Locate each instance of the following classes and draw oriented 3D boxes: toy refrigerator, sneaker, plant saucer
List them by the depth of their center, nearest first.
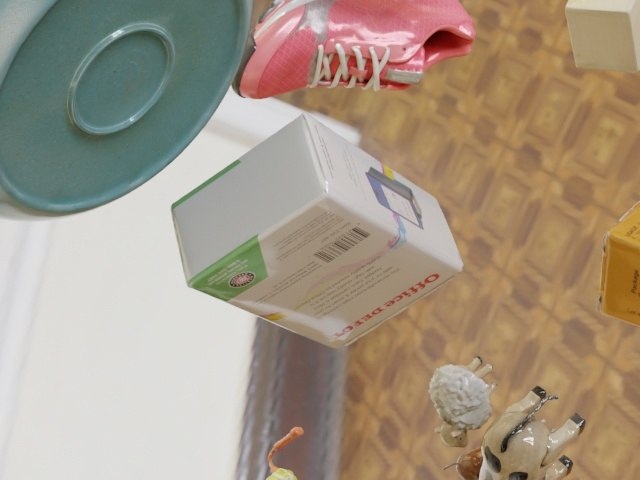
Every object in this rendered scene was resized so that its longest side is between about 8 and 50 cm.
[{"bbox_3d":[-0.166,-0.135,1.074,0.044,0.318,0.317,42,115,26],"label":"plant saucer"},{"bbox_3d":[0.047,-0.218,1.509,0.136,0.314,0.116,48,147,24],"label":"sneaker"},{"bbox_3d":[0.405,-0.348,1.776,0.094,0.102,0.269,10,53,29],"label":"toy refrigerator"}]

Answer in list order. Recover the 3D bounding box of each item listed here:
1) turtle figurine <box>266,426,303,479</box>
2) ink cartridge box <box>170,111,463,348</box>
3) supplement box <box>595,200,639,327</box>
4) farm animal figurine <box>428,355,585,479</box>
[{"bbox_3d":[-0.086,0.350,1.545,0.269,0.087,0.217,-40,70,22],"label":"turtle figurine"},{"bbox_3d":[0.000,0.000,1.179,0.154,0.212,0.093,-33,53,24],"label":"ink cartridge box"},{"bbox_3d":[0.319,0.043,0.969,0.080,0.233,0.078,-40,-41,-43],"label":"supplement box"},{"bbox_3d":[0.281,0.355,1.867,0.330,0.172,0.326,23,137,42],"label":"farm animal figurine"}]
